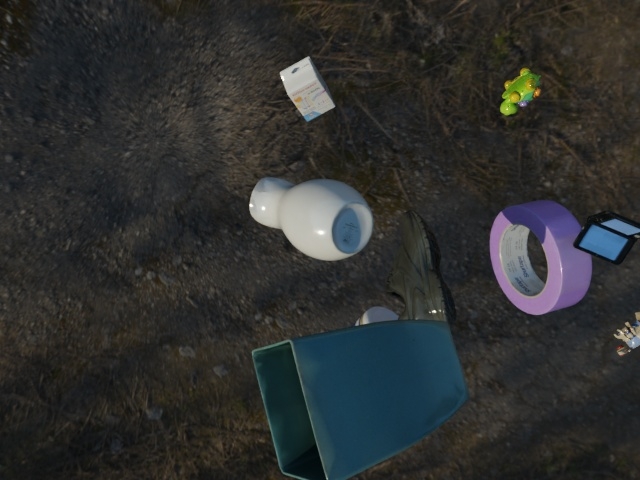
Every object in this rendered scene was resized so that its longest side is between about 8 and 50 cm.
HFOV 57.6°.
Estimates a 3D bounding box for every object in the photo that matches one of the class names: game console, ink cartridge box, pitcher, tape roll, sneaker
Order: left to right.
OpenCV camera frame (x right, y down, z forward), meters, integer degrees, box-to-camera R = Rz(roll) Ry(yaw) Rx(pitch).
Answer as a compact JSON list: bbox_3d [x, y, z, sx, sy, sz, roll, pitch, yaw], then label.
[{"bbox_3d":[-0.038,-0.408,1.552,0.092,0.090,0.143,-26,148,13],"label":"ink cartridge box"},{"bbox_3d":[0.007,-0.036,0.952,0.178,0.207,0.125,12,95,-38],"label":"pitcher"},{"bbox_3d":[0.193,0.059,1.231,0.130,0.286,0.109,-21,141,21],"label":"sneaker"},{"bbox_3d":[0.537,0.041,1.442,0.090,0.275,0.274,-11,102,-16],"label":"tape roll"},{"bbox_3d":[0.640,-0.004,1.269,0.122,0.107,0.071,21,78,-4],"label":"game console"}]

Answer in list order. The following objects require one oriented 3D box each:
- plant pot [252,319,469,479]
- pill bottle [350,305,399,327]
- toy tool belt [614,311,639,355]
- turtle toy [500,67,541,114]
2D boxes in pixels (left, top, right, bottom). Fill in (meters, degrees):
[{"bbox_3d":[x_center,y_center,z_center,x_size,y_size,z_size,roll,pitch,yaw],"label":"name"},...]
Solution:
[{"bbox_3d":[0.061,0.187,0.754,0.234,0.166,0.165,-12,80,-24],"label":"plant pot"},{"bbox_3d":[0.112,0.312,1.570,0.153,0.153,0.264,27,124,-18],"label":"pill bottle"},{"bbox_3d":[0.596,0.179,1.118,0.083,0.052,0.051,-44,66,25],"label":"toy tool belt"},{"bbox_3d":[0.520,-0.382,1.516,0.066,0.095,0.130,36,124,-23],"label":"turtle toy"}]
